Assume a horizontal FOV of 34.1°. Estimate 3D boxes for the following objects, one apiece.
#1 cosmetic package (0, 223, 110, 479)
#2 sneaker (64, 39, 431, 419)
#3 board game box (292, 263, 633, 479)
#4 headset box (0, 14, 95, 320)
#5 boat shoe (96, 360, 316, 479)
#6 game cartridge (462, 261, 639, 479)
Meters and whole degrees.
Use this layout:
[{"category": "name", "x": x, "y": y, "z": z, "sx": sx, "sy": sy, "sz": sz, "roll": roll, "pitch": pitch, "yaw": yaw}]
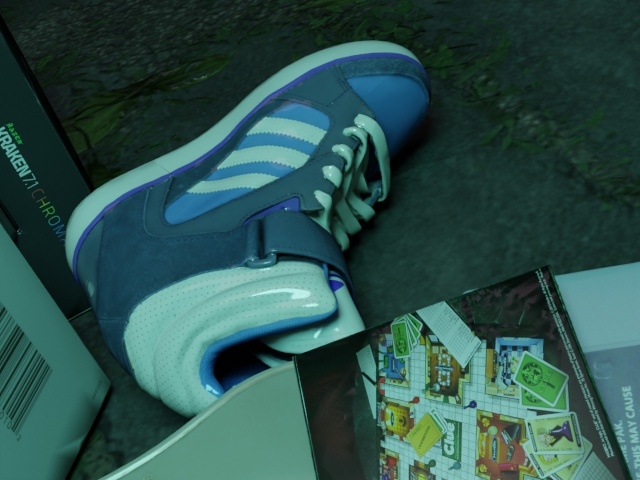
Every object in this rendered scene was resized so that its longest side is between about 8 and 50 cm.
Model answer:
[{"category": "cosmetic package", "x": -0.361, "y": 0.096, "z": 0.726, "sx": 0.366, "sy": 0.197, "sz": 0.155, "roll": -6, "pitch": 41, "yaw": 25}, {"category": "sneaker", "x": 0.000, "y": 0.000, "z": 0.727, "sx": 0.323, "sy": 0.130, "sz": 0.236, "roll": -31, "pitch": 47, "yaw": -17}, {"category": "board game box", "x": 0.073, "y": 0.139, "z": 0.433, "sx": 0.136, "sy": 0.030, "sz": 0.259, "roll": -19, "pitch": 51, "yaw": 8}, {"category": "headset box", "x": -0.281, "y": -0.081, "z": 0.859, "sx": 0.131, "sy": 0.246, "sz": 0.283, "roll": -29, "pitch": 38, "yaw": -9}, {"category": "boat shoe", "x": -0.049, "y": 0.159, "z": 0.586, "sx": 0.335, "sy": 0.095, "sz": 0.112, "roll": -24, "pitch": 40, "yaw": -9}, {"category": "game cartridge", "x": 0.143, "y": 0.147, "z": 0.454, "sx": 0.196, "sy": 0.060, "sz": 0.294, "roll": -8, "pitch": 57, "yaw": 14}]
